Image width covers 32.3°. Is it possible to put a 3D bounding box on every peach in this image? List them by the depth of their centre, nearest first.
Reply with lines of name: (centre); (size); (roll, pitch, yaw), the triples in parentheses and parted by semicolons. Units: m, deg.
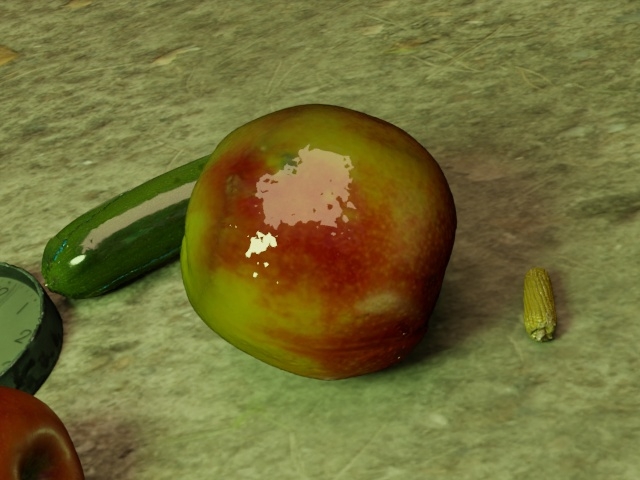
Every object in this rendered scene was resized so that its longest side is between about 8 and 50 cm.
peach: (0.000, 0.000, 0.901); (0.231, 0.231, 0.231); (-9, 40, 8)

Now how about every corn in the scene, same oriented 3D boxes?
corn: (0.183, 0.055, 0.921); (0.027, 0.028, 0.083); (-10, 35, 16)

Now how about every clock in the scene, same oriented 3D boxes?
clock: (-0.350, 0.101, 1.031); (0.215, 0.042, 0.215); (-10, 39, 8)

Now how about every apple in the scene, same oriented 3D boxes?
apple: (-0.252, 0.185, 0.809); (0.139, 0.163, 0.163); (-16, 38, 12)

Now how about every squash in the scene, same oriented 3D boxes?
squash: (-0.119, -0.034, 1.083); (0.331, 0.087, 0.087); (-23, 40, -11)
